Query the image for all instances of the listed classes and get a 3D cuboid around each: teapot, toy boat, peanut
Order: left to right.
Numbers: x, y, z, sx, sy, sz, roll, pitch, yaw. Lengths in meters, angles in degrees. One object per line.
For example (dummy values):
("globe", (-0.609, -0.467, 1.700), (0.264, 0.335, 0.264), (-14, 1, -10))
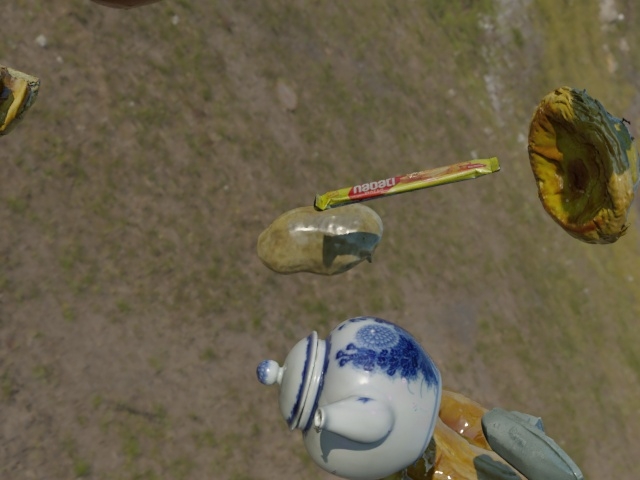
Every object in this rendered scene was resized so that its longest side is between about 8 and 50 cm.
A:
("peanut", (0.000, 0.000, 1.850), (0.129, 0.224, 0.129), (-5, 90, -82))
("teapot", (0.035, 0.236, 1.637), (0.280, 0.252, 0.424), (15, 5, -4))
("toy boat", (0.330, 0.318, 1.611), (0.260, 0.085, 0.078), (-151, -136, -71))

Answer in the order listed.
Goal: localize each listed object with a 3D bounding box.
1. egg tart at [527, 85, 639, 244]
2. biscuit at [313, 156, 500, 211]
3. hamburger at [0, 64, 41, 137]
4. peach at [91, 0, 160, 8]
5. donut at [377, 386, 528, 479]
("egg tart", (0.483, -0.137, 1.883), (0.116, 0.295, 0.295), (-17, 72, -22))
("biscuit", (0.132, -0.086, 1.628), (0.048, 0.291, 0.026), (-89, 165, -55))
("hamburger", (-0.499, -0.202, 1.399), (0.124, 0.262, 0.131), (-23, 127, -65))
("peach", (-0.353, -0.590, 1.895), (0.343, 0.301, 0.343), (51, -24, 34))
("donut", (0.251, 0.440, 2.099), (0.448, 0.198, 0.449), (27, 16, -8))
